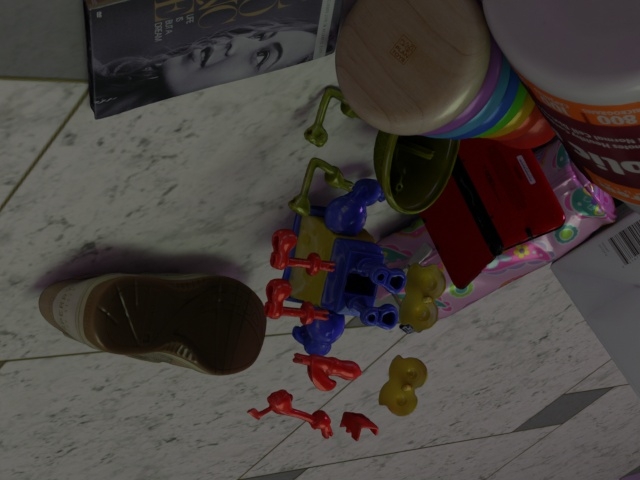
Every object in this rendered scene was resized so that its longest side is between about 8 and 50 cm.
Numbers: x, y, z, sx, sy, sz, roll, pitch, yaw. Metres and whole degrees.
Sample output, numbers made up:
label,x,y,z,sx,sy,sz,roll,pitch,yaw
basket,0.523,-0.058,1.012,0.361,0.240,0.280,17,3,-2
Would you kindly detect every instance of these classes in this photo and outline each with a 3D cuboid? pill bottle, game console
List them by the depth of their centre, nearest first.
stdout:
label,x,y,z,sx,sy,sz,roll,pitch,yaw
pill bottle,0.298,-0.157,1.364,0.224,0.224,0.392,-29,153,12
game console,0.175,-0.042,1.651,0.124,0.144,0.085,-21,158,-7

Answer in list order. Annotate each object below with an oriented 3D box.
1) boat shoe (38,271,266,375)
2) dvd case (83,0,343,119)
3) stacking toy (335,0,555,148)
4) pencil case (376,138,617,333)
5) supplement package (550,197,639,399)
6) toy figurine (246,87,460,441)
label,x,y,z,sx,sy,sz,roll,pitch,yaw
boat shoe,-0.171,0.082,1.662,0.098,0.109,0.302,9,179,35
dvd case,-0.083,-0.175,1.271,0.221,0.018,0.164,-18,156,-15
stacking toy,0.148,-0.143,1.433,0.141,0.141,0.330,-34,159,22
pencil case,0.195,-0.007,1.777,0.284,0.124,0.124,-29,157,17
supplement package,0.425,0.027,1.859,0.199,0.198,0.263,-34,-178,22
toy figurine,0.000,0.000,1.604,0.191,0.217,0.362,5,102,-26
